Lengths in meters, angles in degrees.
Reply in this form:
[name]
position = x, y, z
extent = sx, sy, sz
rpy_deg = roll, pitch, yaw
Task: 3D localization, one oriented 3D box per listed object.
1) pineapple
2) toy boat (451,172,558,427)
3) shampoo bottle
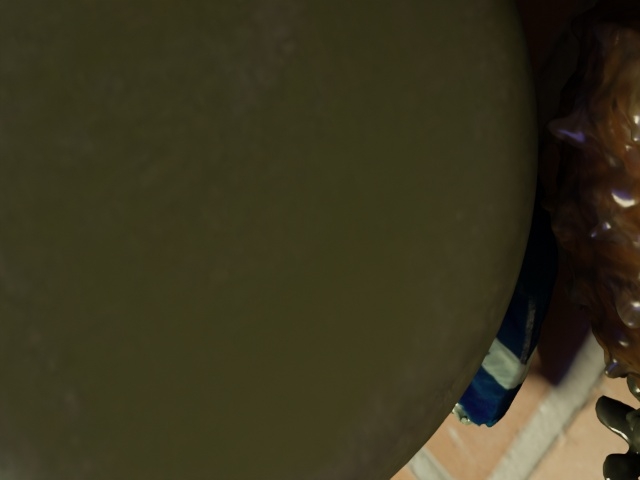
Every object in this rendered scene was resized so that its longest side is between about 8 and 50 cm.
[pineapple]
position = 0.160, 0.036, 0.562
extent = 0.158, 0.158, 0.278
rpy_deg = 29, 138, 40
[toy boat]
position = 0.017, 0.020, 0.767
extent = 0.210, 0.070, 0.291
rpy_deg = 54, 142, 27
[shampoo bottle]
position = -0.100, -0.038, 0.572
extent = 0.317, 0.323, 0.322
rpy_deg = 16, 117, 64
